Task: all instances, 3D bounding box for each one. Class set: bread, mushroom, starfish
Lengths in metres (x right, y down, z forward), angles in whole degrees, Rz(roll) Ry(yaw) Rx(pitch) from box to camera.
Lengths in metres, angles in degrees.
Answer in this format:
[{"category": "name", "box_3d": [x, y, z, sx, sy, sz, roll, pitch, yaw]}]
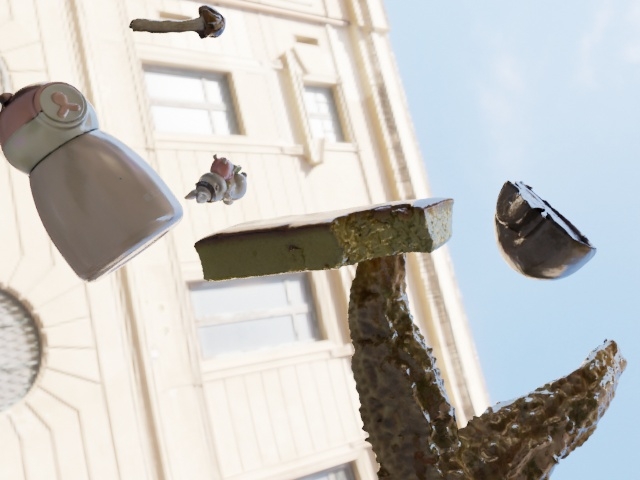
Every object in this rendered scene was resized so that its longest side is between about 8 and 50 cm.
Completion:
[{"category": "bread", "box_3d": [0.000, 0.000, 0.689, 0.226, 0.088, 0.049, -7, -83, 37]}, {"category": "mushroom", "box_3d": [0.318, -0.004, 1.169, 0.188, 0.141, 0.117, -114, -134, -65]}, {"category": "starfish", "box_3d": [0.165, 0.206, 0.760, 0.082, 0.324, 0.431, 151, -57, -74]}, {"category": "mushroom", "box_3d": [-0.264, -0.398, 1.444, 0.187, 0.060, 0.061, 3, -62, 7]}]

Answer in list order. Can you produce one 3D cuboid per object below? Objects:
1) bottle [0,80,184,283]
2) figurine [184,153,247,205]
[{"category": "bottle", "box_3d": [-0.283, -0.081, 0.930, 0.148, 0.147, 0.236, -31, -84, 44]}, {"category": "figurine", "box_3d": [-0.208, -0.118, 1.541, 0.081, 0.146, 0.098, -2, -90, 26]}]
